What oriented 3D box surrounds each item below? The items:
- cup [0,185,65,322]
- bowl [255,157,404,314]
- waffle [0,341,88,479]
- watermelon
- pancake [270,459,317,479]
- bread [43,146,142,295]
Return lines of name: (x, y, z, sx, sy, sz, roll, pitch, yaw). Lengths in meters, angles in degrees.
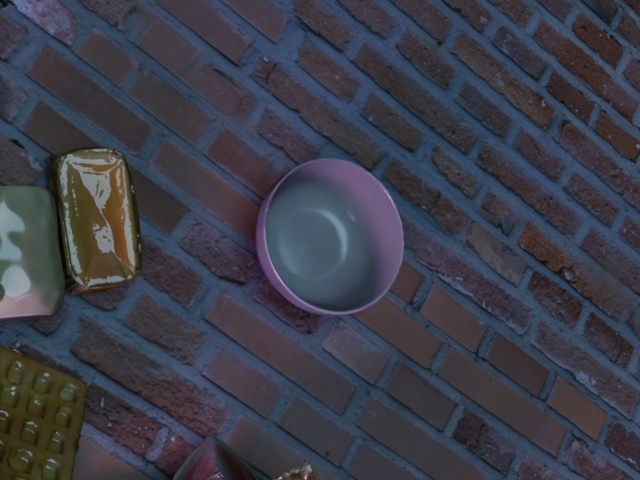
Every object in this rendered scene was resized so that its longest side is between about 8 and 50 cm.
cup: (-0.488, 0.020, 1.568, 0.173, 0.255, 0.202, -5, 83, -21)
bowl: (0.000, 0.000, 1.869, 0.287, 0.144, 0.287, 4, 80, -25)
waffle: (-0.474, 0.308, 1.524, 0.224, 0.098, 0.328, 30, 25, -22)
watermelon: (-0.132, 0.489, 1.702, 0.305, 0.180, 0.224, 50, 55, -22)
pancake: (-0.151, 0.502, 1.611, 0.426, 0.067, 0.305, -8, 108, -4)
bread: (-0.386, -0.034, 1.709, 0.136, 0.107, 0.241, -7, 84, -27)
